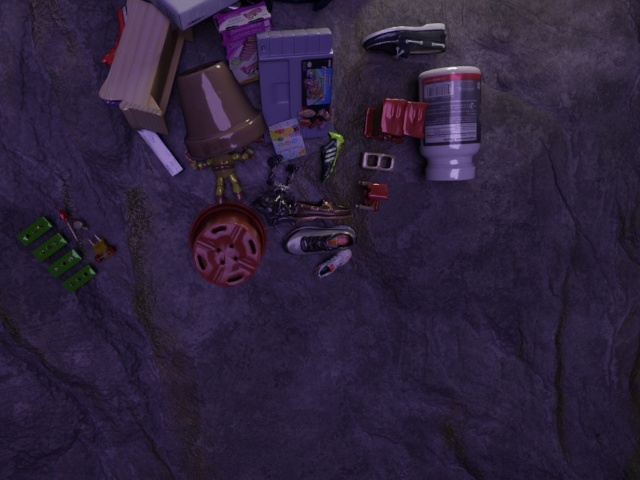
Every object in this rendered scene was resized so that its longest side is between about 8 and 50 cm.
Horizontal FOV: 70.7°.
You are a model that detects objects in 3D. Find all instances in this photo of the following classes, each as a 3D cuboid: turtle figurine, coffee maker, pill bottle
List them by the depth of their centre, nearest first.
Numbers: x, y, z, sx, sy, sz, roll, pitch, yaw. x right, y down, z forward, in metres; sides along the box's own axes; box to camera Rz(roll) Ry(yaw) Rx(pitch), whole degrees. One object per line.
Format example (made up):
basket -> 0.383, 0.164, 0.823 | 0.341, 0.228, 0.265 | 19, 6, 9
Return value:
coffee maker -> -0.241, -0.748, 1.409 | 0.178, 0.120, 0.171 | 19, 96, -14
turtle figurine -> -0.305, -0.239, 1.505 | 0.270, 0.087, 0.217 | -11, 103, -4
pill bottle -> 0.443, -0.395, 1.557 | 0.210, 0.210, 0.362 | -6, 102, -9

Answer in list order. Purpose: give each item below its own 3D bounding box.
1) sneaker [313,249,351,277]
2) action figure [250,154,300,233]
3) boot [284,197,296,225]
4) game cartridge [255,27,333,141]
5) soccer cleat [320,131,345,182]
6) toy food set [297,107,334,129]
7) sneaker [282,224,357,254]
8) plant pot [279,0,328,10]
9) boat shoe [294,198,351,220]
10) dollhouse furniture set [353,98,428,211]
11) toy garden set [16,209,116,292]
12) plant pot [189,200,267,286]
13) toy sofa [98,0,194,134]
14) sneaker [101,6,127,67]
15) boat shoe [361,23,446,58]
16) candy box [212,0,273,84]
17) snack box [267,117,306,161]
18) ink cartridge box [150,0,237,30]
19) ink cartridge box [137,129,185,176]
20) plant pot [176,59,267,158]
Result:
sneaker -> 0.051, 0.088, 1.644 | 0.161, 0.075, 0.057 | -31, 105, -3
action figure -> -0.143, -0.137, 1.503 | 0.164, 0.141, 0.275 | 15, 66, -12
boot -> -0.147, -0.092, 1.595 | 0.087, 0.042, 0.118 | -23, 102, 0
game cartridge -> -0.077, -0.478, 1.426 | 0.230, 0.068, 0.355 | -5, 137, -6
soccer cleat -> 0.025, -0.292, 1.581 | 0.072, 0.060, 0.178 | 21, 90, -4
toy food set -> -0.014, -0.394, 1.478 | 0.122, 0.019, 0.078 | -9, 138, -8
sneaker -> 0.000, 0.000, 1.603 | 0.272, 0.108, 0.100 | -8, 104, -8
plant pot -> -0.035, -0.855, 1.374 | 0.212, 0.236, 0.235 | 14, 97, -18
boat shoe -> 0.009, -0.111, 1.600 | 0.207, 0.073, 0.073 | -3, 103, -10
dollhouse furniture set -> 0.234, -0.279, 1.544 | 0.152, 0.201, 0.374 | 5, 99, -11
toy garden set -> -0.820, 0.016, 1.486 | 0.204, 0.049, 0.244 | -36, 104, 0
plant pot -> -0.302, 0.020, 1.468 | 0.273, 0.265, 0.272 | -2, 101, -10
toy sofa -> -0.503, -0.515, 1.335 | 0.177, 0.150, 0.362 | 12, 79, -8
sneaker -> -0.613, -0.573, 1.385 | 0.118, 0.107, 0.278 | 0, 98, -1
boat shoe -> 0.290, -0.665, 1.527 | 0.303, 0.114, 0.091 | -12, 97, -7
candy box -> -0.220, -0.595, 1.386 | 0.159, 0.233, 0.071 | -20, 71, -6
snack box -> -0.109, -0.333, 1.509 | 0.100, 0.037, 0.141 | -16, 145, 0
ink cartridge box -> -0.372, -0.792, 1.311 | 0.330, 0.071, 0.324 | -39, 75, -21
ink cartridge box -> -0.519, -0.304, 1.453 | 0.046, 0.097, 0.207 | -36, 104, -3
plant pot -> -0.319, -0.404, 1.359 | 0.263, 0.263, 0.229 | -23, 121, -6
